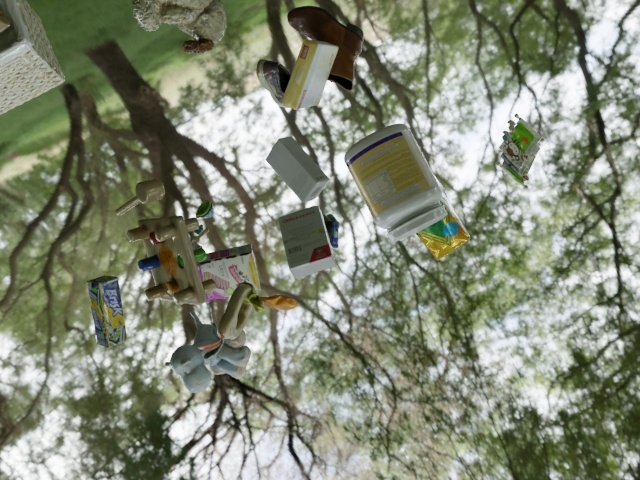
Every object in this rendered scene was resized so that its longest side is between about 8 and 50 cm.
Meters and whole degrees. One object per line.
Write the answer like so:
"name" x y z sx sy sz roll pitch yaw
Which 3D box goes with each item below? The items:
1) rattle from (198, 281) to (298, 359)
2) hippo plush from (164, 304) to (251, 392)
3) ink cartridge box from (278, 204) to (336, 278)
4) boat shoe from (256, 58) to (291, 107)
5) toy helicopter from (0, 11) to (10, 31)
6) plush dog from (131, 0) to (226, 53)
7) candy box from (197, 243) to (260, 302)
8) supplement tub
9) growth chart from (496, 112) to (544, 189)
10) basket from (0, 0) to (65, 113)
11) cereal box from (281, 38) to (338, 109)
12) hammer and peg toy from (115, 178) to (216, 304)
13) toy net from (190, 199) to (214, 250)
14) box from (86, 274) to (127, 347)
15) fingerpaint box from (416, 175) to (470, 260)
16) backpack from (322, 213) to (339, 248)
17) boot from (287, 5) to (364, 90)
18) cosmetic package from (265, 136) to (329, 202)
"rattle" -0.156 0.192 1.360 0.130 0.142 0.200 -60 -178 35
"hippo plush" -0.406 0.406 2.235 0.234 0.294 0.236 -20 -172 39
"ink cartridge box" -0.039 0.003 1.800 0.127 0.072 0.175 -18 -120 6
"boat shoe" -0.132 -0.561 2.272 0.092 0.285 0.103 10 -103 27
"toy helicopter" -0.944 -0.650 1.595 0.140 0.355 0.235 -42 -123 6
"plush dog" -0.328 -0.618 1.640 0.210 0.225 0.263 -5 -125 30
"candy box" -0.335 0.117 2.153 0.233 0.159 0.071 -13 -151 -5
"supplement tub" 0.248 -0.184 2.044 0.241 0.331 0.241 -25 173 -3
"growth chart" 0.702 -0.319 2.214 0.237 0.172 0.021 -63 -165 -19
"basket" -1.062 -0.627 2.022 0.331 0.328 0.266 -27 164 2
"cereal box" -0.024 -0.442 1.665 0.240 0.047 0.173 -44 157 -70
"hammer and peg toy" -0.441 0.004 1.780 0.127 0.362 0.265 -22 -167 -38
"toy net" -0.452 -0.034 2.253 0.122 0.045 0.232 -9 -127 37
"box" -0.530 0.175 1.559 0.054 0.169 0.059 6 -163 35
"fingerpaint box" 0.375 -0.191 2.465 0.163 0.371 0.445 -36 -153 16
"backpack" 0.000 0.000 2.281 0.116 0.173 0.158 -2 -165 -13
"boot" -0.004 -0.592 1.946 0.096 0.264 0.281 127 -17 -50
"cosmetic package" -0.086 -0.263 2.315 0.085 0.231 0.117 -21 158 -50
